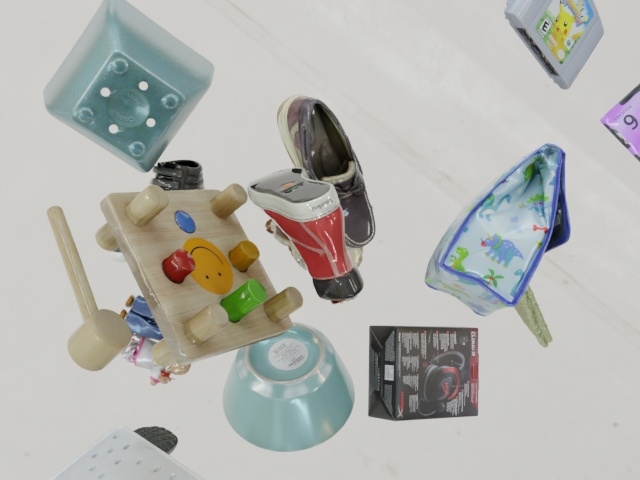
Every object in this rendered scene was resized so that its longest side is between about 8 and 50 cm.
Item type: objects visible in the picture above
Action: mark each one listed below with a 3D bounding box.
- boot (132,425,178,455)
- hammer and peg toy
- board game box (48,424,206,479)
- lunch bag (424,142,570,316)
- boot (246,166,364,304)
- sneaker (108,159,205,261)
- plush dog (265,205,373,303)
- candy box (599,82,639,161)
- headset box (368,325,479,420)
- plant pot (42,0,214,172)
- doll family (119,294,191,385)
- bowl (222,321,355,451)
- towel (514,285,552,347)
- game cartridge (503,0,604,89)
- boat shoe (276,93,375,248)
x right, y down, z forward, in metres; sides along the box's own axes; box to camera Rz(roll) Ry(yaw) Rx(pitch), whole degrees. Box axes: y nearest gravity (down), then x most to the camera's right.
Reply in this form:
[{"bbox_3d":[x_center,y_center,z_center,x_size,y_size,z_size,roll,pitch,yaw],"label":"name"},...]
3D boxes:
[{"bbox_3d":[-0.396,0.480,1.617,0.083,0.246,0.161,34,128,26],"label":"boot"},{"bbox_3d":[-0.198,0.037,1.120,0.127,0.361,0.266,-36,75,28],"label":"hammer and peg toy"},{"bbox_3d":[-0.316,0.437,1.052,0.390,0.390,0.050,-38,120,-29],"label":"board game box"},{"bbox_3d":[0.174,-0.011,0.773,0.096,0.129,0.151,28,81,3],"label":"lunch bag"},{"bbox_3d":[-0.021,-0.004,1.136,0.088,0.244,0.176,-26,113,-13],"label":"boot"},{"bbox_3d":[-0.324,-0.071,1.607,0.104,0.296,0.147,11,119,23],"label":"sneaker"},{"bbox_3d":[0.000,0.000,1.887,0.262,0.225,0.210,49,63,-14],"label":"plush dog"},{"bbox_3d":[0.387,-0.097,0.739,0.165,0.070,0.196,-45,77,24],"label":"candy box"},{"bbox_3d":[0.261,0.314,1.955,0.293,0.110,0.218,4,83,-34],"label":"headset box"},{"bbox_3d":[-0.348,-0.269,1.491,0.248,0.252,0.247,34,101,-22],"label":"plant pot"},{"bbox_3d":[-0.241,0.116,1.362,0.163,0.118,0.263,21,80,-1],"label":"doll family"},{"bbox_3d":[-0.078,0.305,1.860,0.311,0.163,0.311,-2,43,2],"label":"bowl"},{"bbox_3d":[0.326,0.097,1.317,0.027,0.110,0.148,-28,121,2],"label":"towel"},{"bbox_3d":[0.159,-0.148,0.547,0.083,0.017,0.056,37,80,-37],"label":"game cartridge"},{"bbox_3d":[0.020,-0.107,1.345,0.103,0.092,0.285,-30,109,-18],"label":"boat shoe"}]
